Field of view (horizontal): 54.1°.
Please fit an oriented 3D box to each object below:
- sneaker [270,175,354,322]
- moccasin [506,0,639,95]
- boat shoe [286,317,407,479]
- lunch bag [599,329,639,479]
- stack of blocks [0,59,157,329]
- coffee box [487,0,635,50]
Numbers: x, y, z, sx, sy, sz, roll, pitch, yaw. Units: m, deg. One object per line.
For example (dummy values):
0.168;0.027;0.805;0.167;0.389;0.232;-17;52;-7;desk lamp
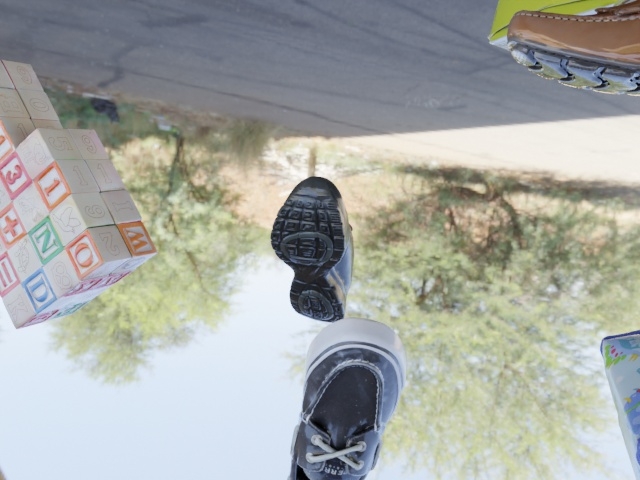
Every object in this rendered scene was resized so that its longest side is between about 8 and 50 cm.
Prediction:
0.000;0.000;0.923;0.109;0.130;0.286;13;143;11;sneaker
0.405;-0.240;0.692;0.380;0.146;0.139;4;-175;18;moccasin
0.017;0.209;0.666;0.108;0.301;0.102;14;-140;-4;boat shoe
0.242;0.098;0.330;0.151;0.096;0.129;-16;-168;19;lunch bag
-0.342;-0.068;0.749;0.171;0.297;0.087;-33;172;26;stack of blocks
0.521;-0.446;0.966;0.335;0.337;0.338;13;-175;-16;coffee box
